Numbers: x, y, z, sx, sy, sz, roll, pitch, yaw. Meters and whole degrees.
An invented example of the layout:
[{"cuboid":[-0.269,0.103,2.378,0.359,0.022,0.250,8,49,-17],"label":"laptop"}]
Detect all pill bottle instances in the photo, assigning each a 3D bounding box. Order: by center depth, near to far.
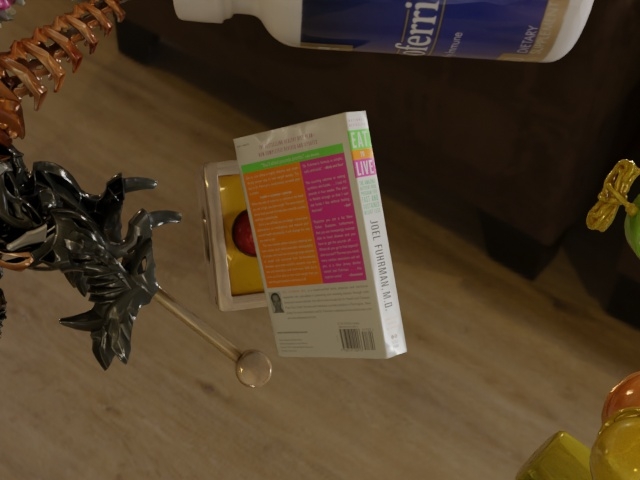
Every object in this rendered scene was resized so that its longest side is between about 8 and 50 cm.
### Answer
[{"cuboid":[0.039,-0.201,0.615,0.264,0.153,0.153,3,44,-1],"label":"pill bottle"}]

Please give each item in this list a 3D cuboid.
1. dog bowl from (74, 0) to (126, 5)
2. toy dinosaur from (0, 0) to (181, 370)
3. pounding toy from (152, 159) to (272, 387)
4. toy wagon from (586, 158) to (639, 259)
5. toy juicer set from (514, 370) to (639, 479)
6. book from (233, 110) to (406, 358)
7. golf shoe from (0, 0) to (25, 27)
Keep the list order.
[{"cuboid":[-0.209,-0.355,0.698,0.348,0.349,0.102,31,59,25],"label":"dog bowl"},{"cuboid":[-0.225,-0.015,0.644,0.218,0.322,0.164,28,33,-32],"label":"toy dinosaur"},{"cuboid":[-0.060,0.032,0.822,0.181,0.206,0.094,-7,3,-13],"label":"pounding toy"},{"cuboid":[0.394,0.029,0.800,0.344,0.267,0.068,20,21,-11],"label":"toy wagon"},{"cuboid":[0.137,0.195,0.534,0.089,0.209,0.329,44,45,13],"label":"toy juicer set"},{"cuboid":[0.000,0.000,0.574,0.035,0.144,0.096,-12,4,-43],"label":"book"},{"cuboid":[-0.291,-0.162,0.608,0.306,0.140,0.115,-31,17,27],"label":"golf shoe"}]
